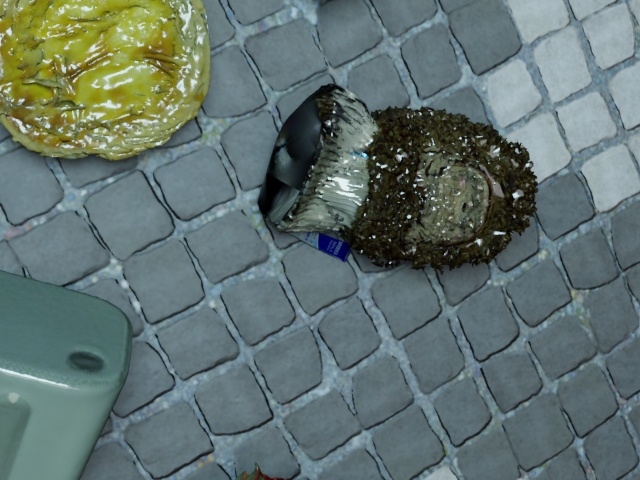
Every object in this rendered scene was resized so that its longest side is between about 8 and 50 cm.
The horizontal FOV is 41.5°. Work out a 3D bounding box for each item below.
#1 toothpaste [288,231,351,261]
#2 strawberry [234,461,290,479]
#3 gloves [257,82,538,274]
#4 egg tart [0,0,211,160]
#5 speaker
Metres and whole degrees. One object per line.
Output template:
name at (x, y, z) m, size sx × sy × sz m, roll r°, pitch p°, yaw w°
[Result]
toothpaste at (0.000, 0.000, 1.012) m, size 0.083 × 0.015 × 0.024 m, roll 25°, pitch 93°, yaw -21°
strawberry at (-0.052, 0.377, 0.950) m, size 0.253 × 0.150 × 0.280 m, roll -44°, pitch 106°, yaw 10°
gloves at (0.099, -0.070, 0.974) m, size 0.313 × 0.135 × 0.210 m, roll 19°, pitch 87°, yaw -17°
egg tart at (-0.236, -0.200, 0.893) m, size 0.252 × 0.098 × 0.231 m, roll -35°, pitch 108°, yaw -8°
speaker at (-0.402, 0.123, 0.797) m, size 0.407 × 0.183 × 0.184 m, roll 18°, pitch 110°, yaw -16°
